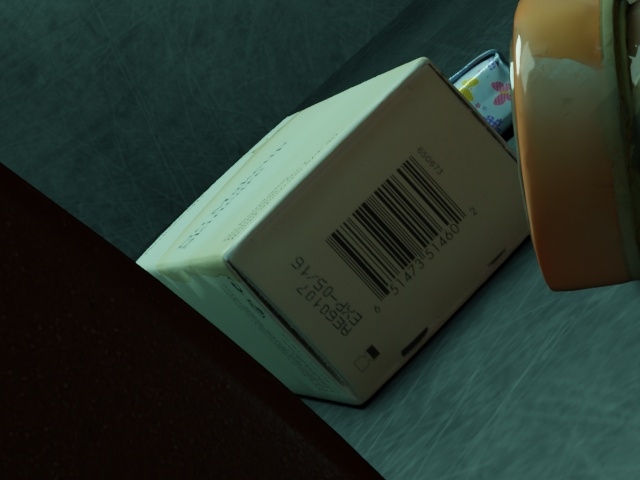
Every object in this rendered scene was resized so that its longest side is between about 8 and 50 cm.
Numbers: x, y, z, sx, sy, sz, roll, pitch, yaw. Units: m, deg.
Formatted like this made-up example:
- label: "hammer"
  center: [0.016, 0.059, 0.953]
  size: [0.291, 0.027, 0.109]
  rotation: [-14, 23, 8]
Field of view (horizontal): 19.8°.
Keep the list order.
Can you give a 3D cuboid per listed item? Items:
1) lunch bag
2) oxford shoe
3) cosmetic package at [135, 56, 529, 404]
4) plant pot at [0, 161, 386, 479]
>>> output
- label: "lunch bag"
  center: [0.108, -0.093, 1.257]
  size: [0.071, 0.053, 0.083]
  rotation: [-40, 0, 11]
- label: "oxford shoe"
  center: [0.162, -0.054, 0.708]
  size: [0.133, 0.130, 0.363]
  rotation: [-6, 12, 15]
- label: "cosmetic package"
  center: [0.000, 0.000, 1.087]
  size: [0.160, 0.113, 0.309]
  rotation: [-45, 9, -13]
- label: "plant pot"
  center: [-0.147, 0.118, 0.495]
  size: [0.267, 0.235, 0.267]
  rotation: [-6, 33, 45]
